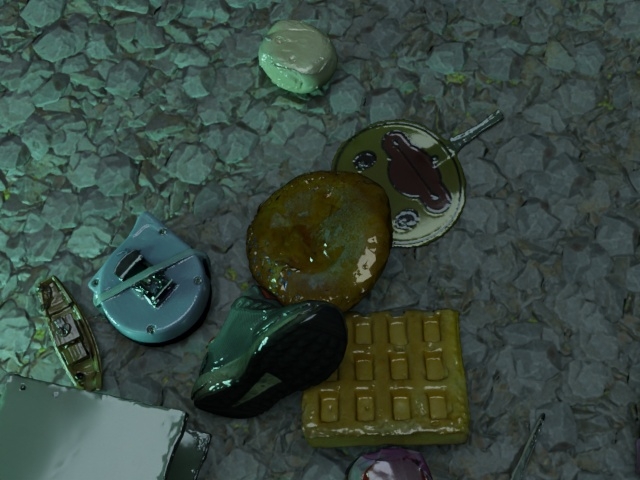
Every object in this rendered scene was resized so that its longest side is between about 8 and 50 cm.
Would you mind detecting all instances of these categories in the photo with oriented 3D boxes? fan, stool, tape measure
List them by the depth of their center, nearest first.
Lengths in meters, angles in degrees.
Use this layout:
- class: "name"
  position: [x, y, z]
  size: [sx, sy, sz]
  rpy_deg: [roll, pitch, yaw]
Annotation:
- class: "stool"
  position: [-0.319, 0.318, 1.700]
  size: [0.269, 0.244, 0.170]
  rpy_deg: [10, 74, 7]
- class: "tape measure"
  position: [-0.259, 0.072, 1.846]
  size: [0.181, 0.107, 0.182]
  rpy_deg: [31, 74, 19]
- class: "fan"
  position: [0.162, -0.116, 1.924]
  size: [0.335, 0.011, 0.230]
  rpy_deg: [-33, 73, -5]

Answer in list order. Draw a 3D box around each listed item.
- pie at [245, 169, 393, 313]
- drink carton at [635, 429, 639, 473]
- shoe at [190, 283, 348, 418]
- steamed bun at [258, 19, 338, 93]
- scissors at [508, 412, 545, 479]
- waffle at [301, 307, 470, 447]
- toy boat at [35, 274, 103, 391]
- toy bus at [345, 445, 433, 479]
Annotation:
- class: "pie"
  position: [-0.001, -0.001, 1.842]
  size: [0.273, 0.069, 0.273]
  rpy_deg: [-13, 55, 20]
- class: "drink carton"
  position: [0.562, 0.223, 1.741]
  size: [0.161, 0.108, 0.271]
  rpy_deg: [9, 73, 6]
- class: "shoe"
  position: [-0.071, 0.135, 1.738]
  size: [0.132, 0.336, 0.171]
  rpy_deg: [21, 52, -27]
- class: "steamed bun"
  position: [-0.033, -0.302, 1.953]
  size: [0.129, 0.091, 0.112]
  rpy_deg: [26, 70, 13]
- class: "scissors"
  position: [0.276, 0.384, 1.734]
  size: [0.022, 0.109, 0.300]
  rpy_deg: [8, 59, 41]
- class: "waffle"
  position: [0.096, 0.206, 1.768]
  size: [0.247, 0.055, 0.221]
  rpy_deg: [-1, 51, 2]
- class: "toy boat"
  position: [-0.392, 0.151, 1.846]
  size: [0.064, 0.072, 0.206]
  rpy_deg: [-26, 72, -3]
- class: "toy bus"
  position: [0.121, 0.446, 1.687]
  size: [0.127, 0.147, 0.303]
  rpy_deg: [-9, 73, -5]
